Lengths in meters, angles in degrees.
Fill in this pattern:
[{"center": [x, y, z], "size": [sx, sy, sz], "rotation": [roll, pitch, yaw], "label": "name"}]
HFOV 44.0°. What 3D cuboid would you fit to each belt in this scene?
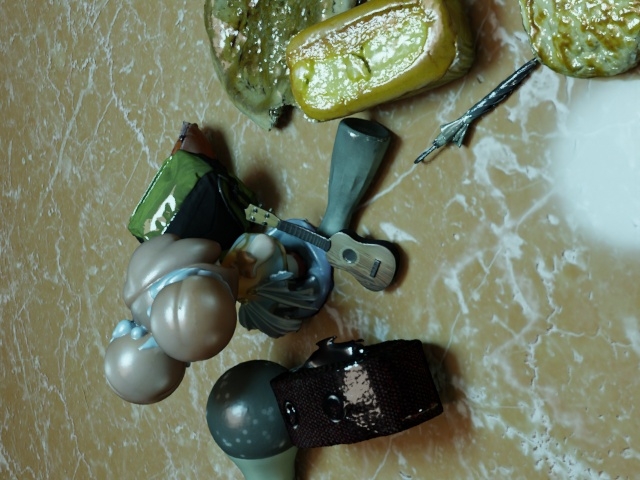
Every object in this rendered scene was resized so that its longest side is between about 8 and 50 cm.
[{"center": [0.046, 0.228, 1.244], "size": [0.289, 0.184, 0.164], "rotation": [-21, 86, 43], "label": "belt"}]

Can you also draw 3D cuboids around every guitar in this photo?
[{"center": [0.000, -0.001, 1.298], "size": [0.271, 0.038, 0.084], "rotation": [24, 116, 12], "label": "guitar"}]

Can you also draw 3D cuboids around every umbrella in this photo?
[{"center": [0.225, -0.182, 1.139], "size": [0.044, 0.044, 0.269], "rotation": [46, 130, -4], "label": "umbrella"}]

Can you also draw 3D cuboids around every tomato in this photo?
[{"center": [-0.262, -0.121, 1.577], "size": [0.228, 0.112, 0.199], "rotation": [-55, 21, 38], "label": "tomato"}]

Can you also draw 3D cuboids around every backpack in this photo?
[{"center": [-0.213, -0.043, 1.444], "size": [0.140, 0.253, 0.207], "rotation": [38, 96, 29], "label": "backpack"}]

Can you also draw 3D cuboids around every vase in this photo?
[{"center": [0.044, -0.089, 1.303], "size": [0.086, 0.086, 0.214], "rotation": [38, 123, 37], "label": "vase"}]

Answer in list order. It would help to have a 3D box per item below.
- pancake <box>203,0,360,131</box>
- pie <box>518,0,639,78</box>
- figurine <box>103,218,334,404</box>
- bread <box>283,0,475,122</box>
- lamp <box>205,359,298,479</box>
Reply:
[{"center": [-0.078, -0.384, 1.408], "size": [0.382, 0.071, 0.383], "rotation": [3, 95, 45], "label": "pancake"}, {"center": [0.338, -0.304, 0.983], "size": [0.178, 0.084, 0.205], "rotation": [-12, 92, 51], "label": "pie"}, {"center": [-0.166, 0.098, 1.305], "size": [0.276, 0.388, 0.248], "rotation": [-44, 64, 35], "label": "figurine"}, {"center": [0.086, -0.278, 1.181], "size": [0.288, 0.119, 0.153], "rotation": [-14, 90, 33], "label": "bread"}, {"center": [-0.095, 0.357, 1.446], "size": [0.182, 0.182, 0.314], "rotation": [19, 138, 43], "label": "lamp"}]
